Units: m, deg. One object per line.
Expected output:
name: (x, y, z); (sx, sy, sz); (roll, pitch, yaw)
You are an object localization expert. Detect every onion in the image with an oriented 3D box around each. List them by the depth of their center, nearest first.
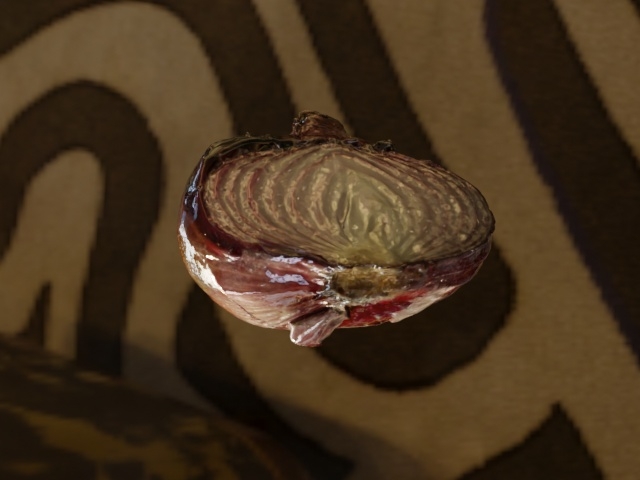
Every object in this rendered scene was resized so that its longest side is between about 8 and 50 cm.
onion: (0.000, 0.000, 1.148); (0.151, 0.206, 0.098); (-111, 34, -45)
